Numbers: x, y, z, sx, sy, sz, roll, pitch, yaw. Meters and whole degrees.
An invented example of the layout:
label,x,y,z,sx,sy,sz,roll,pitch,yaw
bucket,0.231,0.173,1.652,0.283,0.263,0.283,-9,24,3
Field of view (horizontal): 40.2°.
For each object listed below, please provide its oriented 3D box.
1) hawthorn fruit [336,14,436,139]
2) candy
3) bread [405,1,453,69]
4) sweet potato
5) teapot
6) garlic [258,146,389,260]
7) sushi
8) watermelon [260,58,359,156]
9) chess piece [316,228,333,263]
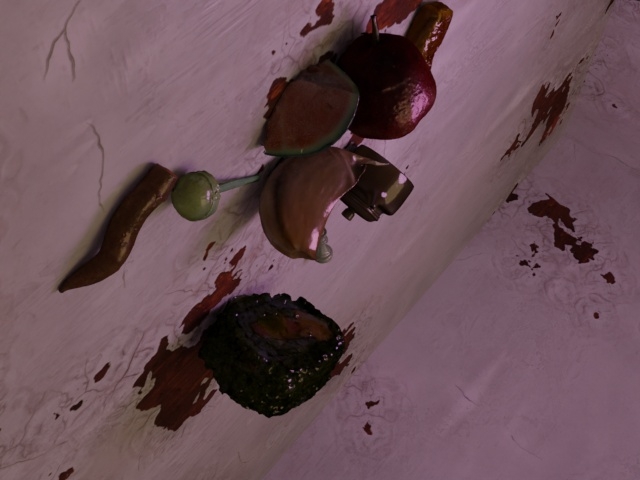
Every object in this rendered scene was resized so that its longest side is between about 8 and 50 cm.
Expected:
label,x,y,z,sx,sy,sz,roll,pitch,yaw
hawthorn fruit,0.132,-0.358,1.872,0.210,0.230,0.266,-17,122,-18
candy,-0.193,-0.107,1.743,0.092,0.093,0.335,-16,-174,23
bread,0.249,-0.455,2.168,0.139,0.077,0.271,-28,144,-58
sweet potato,-0.348,-0.009,1.531,0.281,0.059,0.067,-56,152,1
teapot,0.115,-0.129,2.251,0.175,0.185,0.268,-49,-164,-1
garlic,-0.014,-0.107,1.967,0.338,0.196,0.151,-53,176,-30
sushi,-0.123,0.268,2.163,0.352,0.294,0.178,-16,140,-58
watermelon,-0.002,-0.251,1.810,0.231,0.146,0.128,-61,160,10
chess piece,0.000,0.000,2.379,0.059,0.059,0.149,-46,152,-24
